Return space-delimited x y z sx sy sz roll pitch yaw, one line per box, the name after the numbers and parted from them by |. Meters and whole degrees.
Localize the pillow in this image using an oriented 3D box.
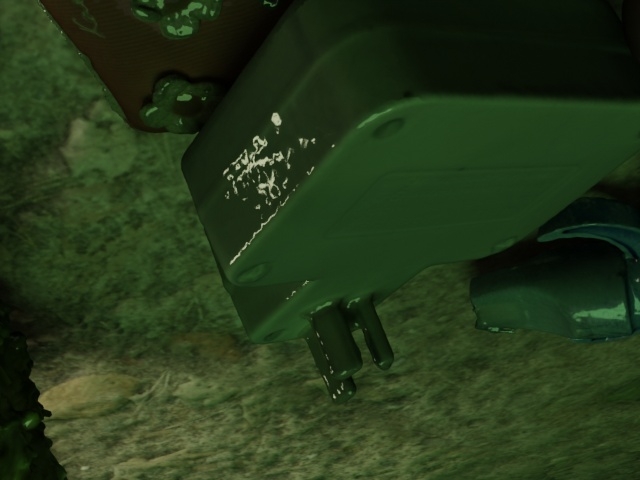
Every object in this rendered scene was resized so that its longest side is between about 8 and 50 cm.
-0.060 -0.122 0.443 0.172 0.075 0.179 -14 143 13 | pillow

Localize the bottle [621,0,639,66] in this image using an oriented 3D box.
0.248 -0.153 0.381 0.120 0.120 0.253 23 139 -31 | bottle

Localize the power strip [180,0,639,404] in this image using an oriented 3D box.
0.042 -0.012 0.498 0.230 0.141 0.261 -6 154 -39 | power strip

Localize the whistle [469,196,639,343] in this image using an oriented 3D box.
0.247 0.027 0.673 0.269 0.093 0.180 -8 145 19 | whistle

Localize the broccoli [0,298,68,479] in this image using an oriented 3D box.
-0.345 0.128 0.637 0.277 0.317 0.338 -11 -175 -8 | broccoli
